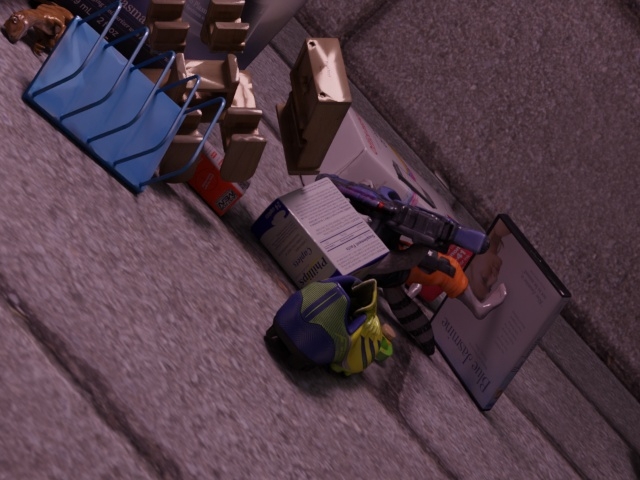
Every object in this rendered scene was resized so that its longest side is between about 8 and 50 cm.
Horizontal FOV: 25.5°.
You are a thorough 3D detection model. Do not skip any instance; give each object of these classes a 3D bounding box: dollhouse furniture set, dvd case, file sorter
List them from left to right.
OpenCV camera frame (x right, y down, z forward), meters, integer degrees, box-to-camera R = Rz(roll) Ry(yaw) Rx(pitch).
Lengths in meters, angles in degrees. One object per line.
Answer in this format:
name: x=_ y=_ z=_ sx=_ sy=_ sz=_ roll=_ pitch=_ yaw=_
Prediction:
file sorter: x=-0.204 y=-0.154 z=1.518 sx=0.170 sy=0.104 sz=0.118 roll=42 pitch=57 yaw=-28
dollhouse furniture set: x=-0.105 y=-0.166 z=1.754 sx=0.242 sy=0.161 sz=0.212 roll=-1 pitch=61 yaw=-18
dvd case: x=0.263 y=0.110 z=2.143 sx=0.022 sy=0.253 sz=0.180 roll=-2 pitch=44 yaw=-38

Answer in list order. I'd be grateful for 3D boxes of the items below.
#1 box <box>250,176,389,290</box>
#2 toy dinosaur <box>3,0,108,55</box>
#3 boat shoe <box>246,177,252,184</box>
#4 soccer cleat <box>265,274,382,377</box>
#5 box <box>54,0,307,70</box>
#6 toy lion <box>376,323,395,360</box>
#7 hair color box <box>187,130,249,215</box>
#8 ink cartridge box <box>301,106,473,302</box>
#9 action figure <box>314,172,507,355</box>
box: x=0.000 y=0.000 z=1.859 sx=0.137 sy=0.072 sz=0.126 roll=50 pitch=35 yaw=10
toy dinosaur: x=-0.312 y=-0.260 z=1.688 sx=0.112 sy=0.064 sz=0.211 roll=46 pitch=12 yaw=-6
boat shoe: x=-0.113 y=-0.103 z=1.982 sx=0.035 sy=0.035 sz=0.100 roll=17 pitch=25 yaw=-12
soccer cleat: x=0.035 y=0.094 z=1.655 sx=0.093 sy=0.121 sz=0.289 roll=51 pitch=12 yaw=14
box: x=-0.189 y=-0.378 z=1.888 sx=0.296 sy=0.294 sz=0.183 roll=38 pitch=7 yaw=-37
toy lion: x=0.059 y=0.125 z=1.875 sx=0.100 sy=0.034 sz=0.096 roll=44 pitch=20 yaw=-23
hair color box: x=-0.156 y=-0.101 z=1.784 sx=0.141 sy=0.043 sz=0.072 roll=46 pitch=13 yaw=-7
ink cartridge box: x=0.108 y=-0.069 z=2.407 sx=0.306 sy=0.131 sz=0.226 roll=43 pitch=13 yaw=-28
action figure: x=0.119 y=0.036 z=2.033 sx=0.330 sy=0.178 sz=0.341 roll=33 pitch=-6 yaw=-37
